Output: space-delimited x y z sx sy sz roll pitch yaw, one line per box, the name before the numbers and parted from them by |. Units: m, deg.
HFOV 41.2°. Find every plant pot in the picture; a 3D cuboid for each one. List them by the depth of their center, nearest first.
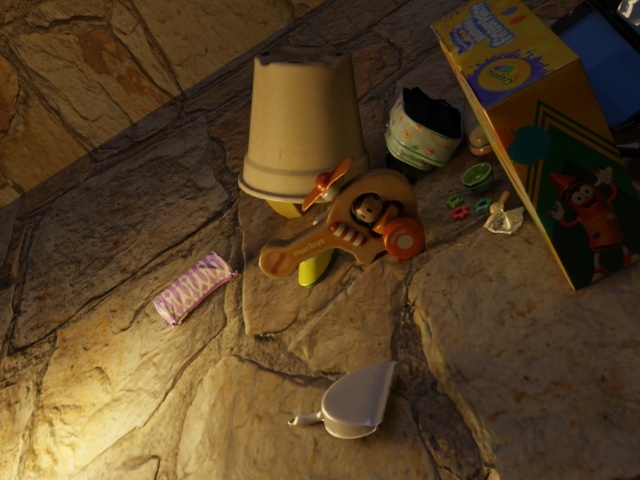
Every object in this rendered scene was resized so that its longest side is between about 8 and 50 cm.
plant pot | -0.034 -0.287 1.985 0.334 0.305 0.334 -1 24 0
plant pot | -0.071 -0.101 2.097 0.081 0.083 0.081 -4 39 42

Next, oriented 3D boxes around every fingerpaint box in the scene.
fingerpaint box | 0.374 -0.196 1.463 0.163 0.371 0.445 -28 27 12

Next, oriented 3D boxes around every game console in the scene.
game console | 0.579 -0.369 1.583 0.173 0.293 0.250 -27 -20 -28

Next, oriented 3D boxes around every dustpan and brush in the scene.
dustpan and brush | 0.029 0.280 1.422 0.211 0.060 0.147 -11 33 26

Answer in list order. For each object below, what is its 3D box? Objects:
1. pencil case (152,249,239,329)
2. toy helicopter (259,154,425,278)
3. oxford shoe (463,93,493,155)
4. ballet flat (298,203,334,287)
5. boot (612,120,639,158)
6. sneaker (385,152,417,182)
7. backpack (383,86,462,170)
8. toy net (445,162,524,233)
pencil case | -0.298 0.114 2.002 0.206 0.086 0.088 -43 63 -13
toy helicopter | 0.023 -0.034 1.725 0.355 0.235 0.140 -27 28 13
oxford shoe | 0.368 -0.332 1.925 0.140 0.146 0.397 -21 30 22
ballet flat | 0.000 0.000 1.866 0.077 0.077 0.231 -6 38 41
boot | 0.586 -0.146 1.432 0.207 0.090 0.248 -2 27 30
sneaker | 0.161 -0.148 1.957 0.089 0.051 0.170 -31 30 -5
backpack | 0.229 -0.241 1.900 0.144 0.166 0.188 -61 13 23
toy net | 0.318 -0.072 1.673 0.122 0.045 0.232 -31 28 5
